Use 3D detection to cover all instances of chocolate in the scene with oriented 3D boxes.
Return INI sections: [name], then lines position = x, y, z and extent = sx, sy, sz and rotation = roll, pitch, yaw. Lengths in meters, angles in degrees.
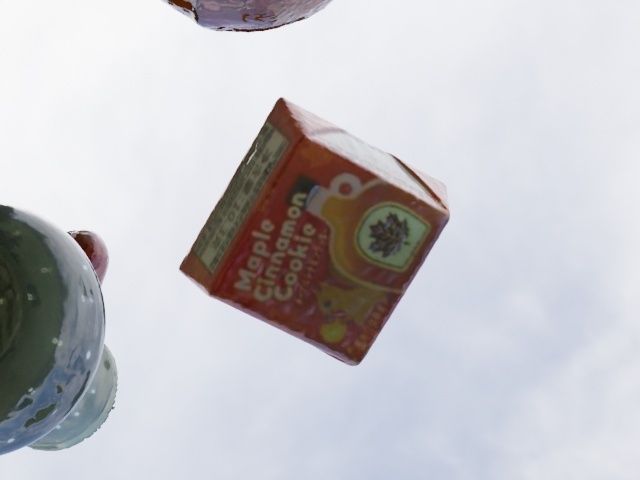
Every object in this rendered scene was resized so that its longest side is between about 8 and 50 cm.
[chocolate]
position = 0.000, 0.000, 1.722
extent = 0.237, 0.235, 0.108
rotation = -57, -159, 12

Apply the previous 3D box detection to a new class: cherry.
[cherry]
position = -0.334, 0.036, 2.021
extent = 0.087, 0.106, 0.126
rotation = -97, -153, -65

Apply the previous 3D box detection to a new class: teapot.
[teapot]
position = -0.230, 0.082, 1.131
extent = 0.184, 0.251, 0.183
rotation = -2, -106, 6

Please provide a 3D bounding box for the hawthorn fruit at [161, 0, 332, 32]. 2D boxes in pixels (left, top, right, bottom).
[hawthorn fruit]
position = -0.038, -0.164, 0.809
extent = 0.128, 0.128, 0.128
rotation = -16, -119, 31
